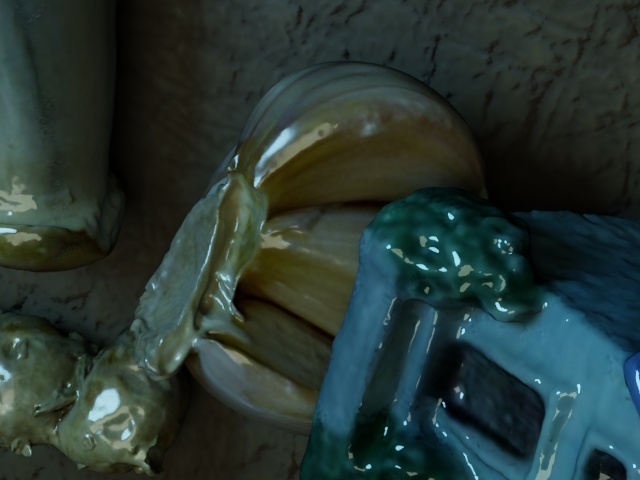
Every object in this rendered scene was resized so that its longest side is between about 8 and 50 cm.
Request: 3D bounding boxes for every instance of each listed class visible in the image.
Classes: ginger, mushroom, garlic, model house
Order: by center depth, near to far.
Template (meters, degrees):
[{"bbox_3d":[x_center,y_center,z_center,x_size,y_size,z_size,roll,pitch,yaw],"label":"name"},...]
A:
[{"bbox_3d":[0.176,0.171,0.789,0.329,0.252,0.294,38,119,46],"label":"model house"},{"bbox_3d":[-0.187,-0.180,0.896,0.137,0.154,0.407,22,117,54],"label":"mushroom"},{"bbox_3d":[0.000,0.000,0.901,0.191,0.160,0.214,17,99,-28],"label":"garlic"},{"bbox_3d":[-0.184,0.087,1.015,0.204,0.080,0.104,13,77,8],"label":"ginger"}]
